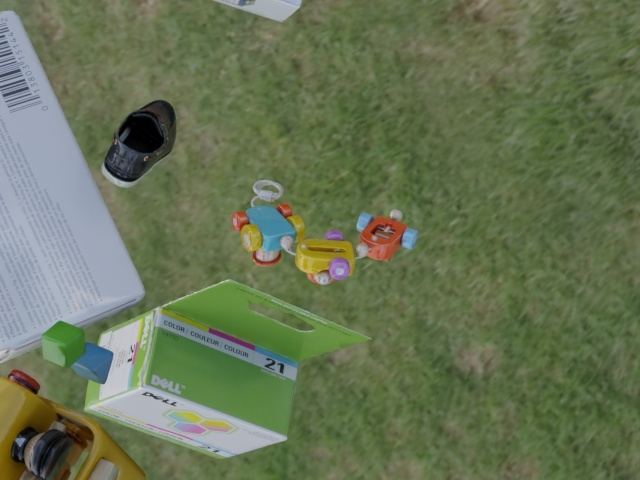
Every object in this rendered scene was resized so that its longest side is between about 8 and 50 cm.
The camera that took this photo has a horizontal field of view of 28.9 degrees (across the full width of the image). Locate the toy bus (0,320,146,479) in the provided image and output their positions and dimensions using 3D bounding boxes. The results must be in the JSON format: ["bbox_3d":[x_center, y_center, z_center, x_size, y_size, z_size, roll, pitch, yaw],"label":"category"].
[{"bbox_3d":[-0.214,0.182,1.005,0.104,0.202,0.191,18,112,22],"label":"toy bus"}]

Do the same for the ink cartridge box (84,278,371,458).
[{"bbox_3d":[-0.101,0.140,1.302,0.189,0.097,0.255,25,150,-30],"label":"ink cartridge box"}]

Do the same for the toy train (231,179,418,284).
[{"bbox_3d":[0.000,0.000,1.167,0.166,0.125,0.046,17,123,15],"label":"toy train"}]

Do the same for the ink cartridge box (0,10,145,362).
[{"bbox_3d":[-0.333,-0.031,1.099,0.296,0.261,0.066,65,151,5],"label":"ink cartridge box"}]

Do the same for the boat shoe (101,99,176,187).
[{"bbox_3d":[-0.156,-0.095,1.120,0.049,0.133,0.042,30,122,-4],"label":"boat shoe"}]

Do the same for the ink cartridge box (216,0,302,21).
[{"bbox_3d":[-0.116,-0.383,1.562,0.093,0.212,0.154,176,109,-72],"label":"ink cartridge box"}]
